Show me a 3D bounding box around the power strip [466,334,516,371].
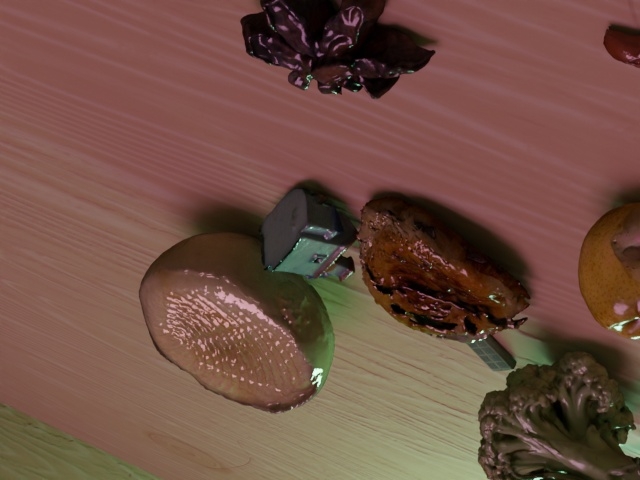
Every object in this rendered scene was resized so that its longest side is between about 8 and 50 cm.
[{"bbox_3d":[0.271,0.174,1.785,0.136,0.019,0.051,45,149,-25],"label":"power strip"}]

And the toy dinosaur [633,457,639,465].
[{"bbox_3d":[0.596,0.405,1.801,0.292,0.079,0.120,-5,130,41],"label":"toy dinosaur"}]

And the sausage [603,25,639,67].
[{"bbox_3d":[0.373,-0.197,1.122,0.158,0.042,0.036,14,-175,28],"label":"sausage"}]

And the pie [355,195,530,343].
[{"bbox_3d":[0.174,0.061,1.632,0.308,0.085,0.308,21,150,13],"label":"pie"}]

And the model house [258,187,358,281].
[{"bbox_3d":[0.000,0.000,1.688,0.149,0.119,0.148,20,137,-27],"label":"model house"}]

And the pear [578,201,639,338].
[{"bbox_3d":[0.403,0.040,1.323,0.178,0.178,0.178,22,149,14],"label":"pear"}]

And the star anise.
[{"bbox_3d":[0.012,-0.243,1.304,0.214,0.099,0.220,33,151,-25],"label":"star anise"}]

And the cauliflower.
[{"bbox_3d":[0.397,0.301,1.667,0.281,0.260,0.327,1,173,45],"label":"cauliflower"}]

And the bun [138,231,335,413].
[{"bbox_3d":[-0.128,0.123,1.873,0.364,0.202,0.364,20,142,16],"label":"bun"}]
